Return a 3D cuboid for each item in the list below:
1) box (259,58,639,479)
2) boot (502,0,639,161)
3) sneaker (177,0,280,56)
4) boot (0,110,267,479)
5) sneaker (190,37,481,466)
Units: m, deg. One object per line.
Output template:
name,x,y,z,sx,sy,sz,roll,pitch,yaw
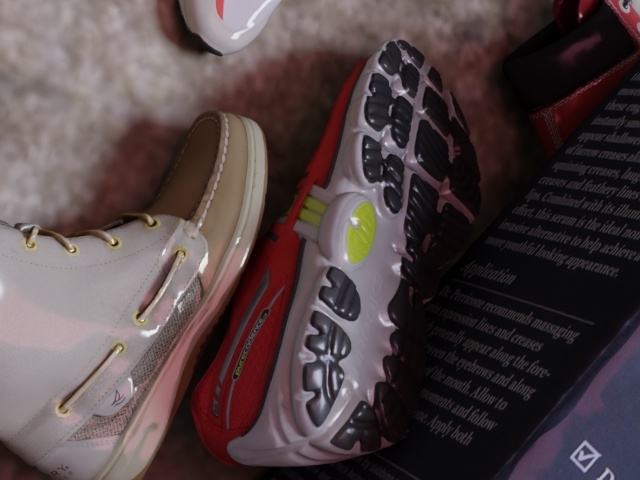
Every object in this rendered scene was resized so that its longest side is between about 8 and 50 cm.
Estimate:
box,0.210,0.110,0.929,0.395,0.212,0.293,-47,109,-9
boot,0.230,-0.097,1.083,0.244,0.088,0.176,-24,96,-26
sneaker,-0.020,-0.174,0.949,0.057,0.075,0.161,36,69,-22
boot,-0.128,0.003,0.873,0.165,0.077,0.213,29,73,-22
sneaker,0.000,0.000,0.930,0.107,0.118,0.279,50,42,-28
